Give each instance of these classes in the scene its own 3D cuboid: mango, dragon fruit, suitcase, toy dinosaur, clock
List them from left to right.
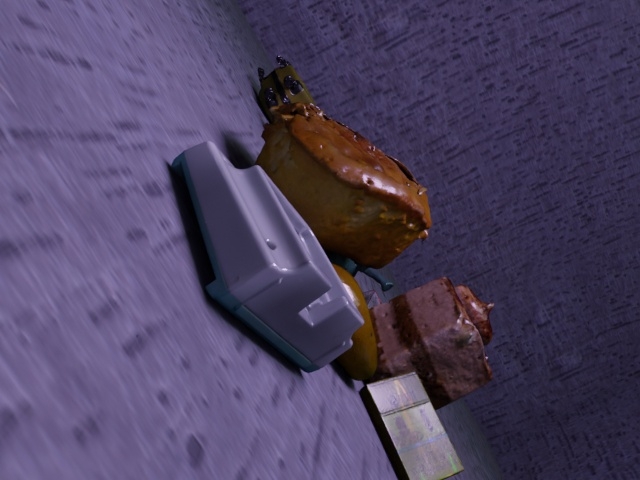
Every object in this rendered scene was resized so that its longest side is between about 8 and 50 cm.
[{"bbox_3d":[-0.058,0.017,0.883,0.262,0.116,0.231,53,10,-53],"label":"clock"},{"bbox_3d":[-0.094,-0.404,2.069,0.235,0.143,0.194,54,10,-38],"label":"suitcase"},{"bbox_3d":[0.000,0.000,1.486,0.331,0.129,0.383,53,3,33],"label":"toy dinosaur"},{"bbox_3d":[0.040,0.142,1.167,0.136,0.099,0.228,-118,-175,-71],"label":"mango"},{"bbox_3d":[0.107,0.163,1.666,0.056,0.060,0.083,65,32,-26],"label":"dragon fruit"}]

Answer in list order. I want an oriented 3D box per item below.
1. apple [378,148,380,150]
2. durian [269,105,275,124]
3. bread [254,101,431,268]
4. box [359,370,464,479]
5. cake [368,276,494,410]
[{"bbox_3d":[0.066,-0.202,2.019,0.226,0.246,0.246,36,24,-53],"label":"apple"},{"bbox_3d":[-0.089,-0.279,1.859,0.189,0.091,0.148,56,-4,-11],"label":"durian"},{"bbox_3d":[0.034,-0.100,1.289,0.358,0.204,0.337,26,13,-36],"label":"bread"},{"bbox_3d":[0.160,0.332,1.216,0.121,0.030,0.193,-7,60,-35],"label":"box"},{"bbox_3d":[0.231,0.214,1.395,0.199,0.292,0.196,-104,168,-64],"label":"cake"}]
